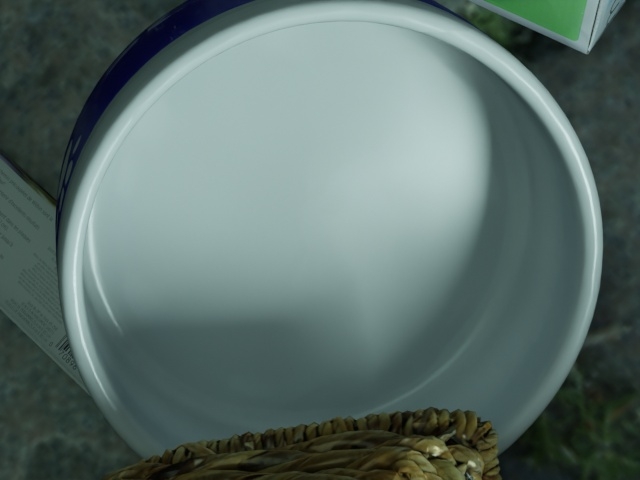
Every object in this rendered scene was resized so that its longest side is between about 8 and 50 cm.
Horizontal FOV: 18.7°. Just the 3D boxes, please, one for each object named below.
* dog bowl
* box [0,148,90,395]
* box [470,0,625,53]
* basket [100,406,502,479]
[{"bbox_3d":[0.000,0.000,0.972,0.265,0.104,0.265,-3,108,-10],"label":"dog bowl"},{"bbox_3d":[-0.201,-0.027,1.105,0.324,0.063,0.067,41,88,16],"label":"box"},{"bbox_3d":[0.083,-0.256,1.012,0.262,0.127,0.231,26,54,14],"label":"box"},{"bbox_3d":[-0.034,0.247,0.928,0.213,0.223,0.299,-1,107,32],"label":"basket"}]
